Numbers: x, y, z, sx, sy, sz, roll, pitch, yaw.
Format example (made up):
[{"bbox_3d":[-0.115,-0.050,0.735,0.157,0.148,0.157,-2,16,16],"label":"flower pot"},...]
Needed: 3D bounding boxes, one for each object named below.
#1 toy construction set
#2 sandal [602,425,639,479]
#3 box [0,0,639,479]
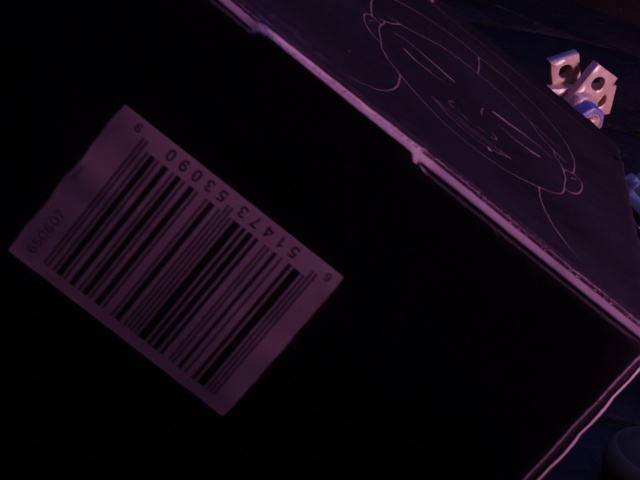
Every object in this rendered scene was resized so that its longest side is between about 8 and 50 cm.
[{"bbox_3d":[0.279,-0.038,2.018,0.151,0.215,0.327,-25,40,9],"label":"toy construction set"},{"bbox_3d":[0.348,0.202,1.523,0.303,0.086,0.120,26,20,35],"label":"sandal"},{"bbox_3d":[-0.049,-0.051,1.359,0.480,0.297,0.472,39,18,-6],"label":"box"}]
